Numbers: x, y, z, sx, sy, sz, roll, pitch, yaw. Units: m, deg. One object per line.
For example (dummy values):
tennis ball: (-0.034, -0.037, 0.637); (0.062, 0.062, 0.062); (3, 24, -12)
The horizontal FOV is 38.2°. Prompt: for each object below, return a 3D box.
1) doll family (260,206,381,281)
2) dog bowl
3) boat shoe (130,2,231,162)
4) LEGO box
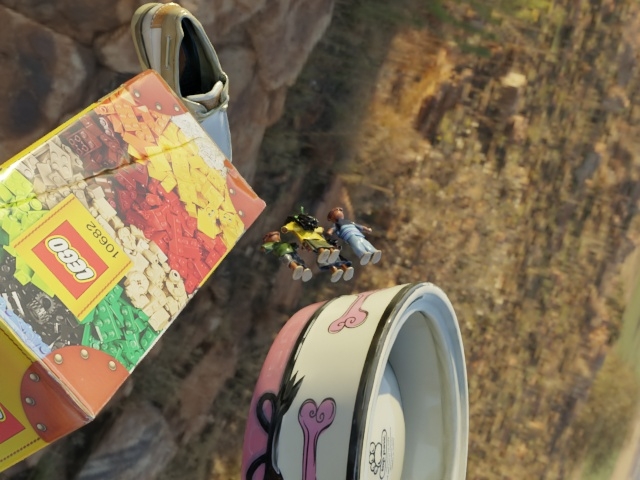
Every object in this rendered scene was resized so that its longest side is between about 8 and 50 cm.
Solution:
doll family: (0.000, 0.000, 1.351); (0.193, 0.111, 0.076); (8, 119, -46)
dog bowl: (0.049, 0.246, 1.066); (0.408, 0.150, 0.408); (2, 90, -66)
boat shoe: (-0.204, -0.229, 1.473); (0.113, 0.103, 0.302); (-42, 128, -29)
LEGO box: (-0.346, 0.086, 0.935); (0.193, 0.500, 0.372); (51, 33, -12)
